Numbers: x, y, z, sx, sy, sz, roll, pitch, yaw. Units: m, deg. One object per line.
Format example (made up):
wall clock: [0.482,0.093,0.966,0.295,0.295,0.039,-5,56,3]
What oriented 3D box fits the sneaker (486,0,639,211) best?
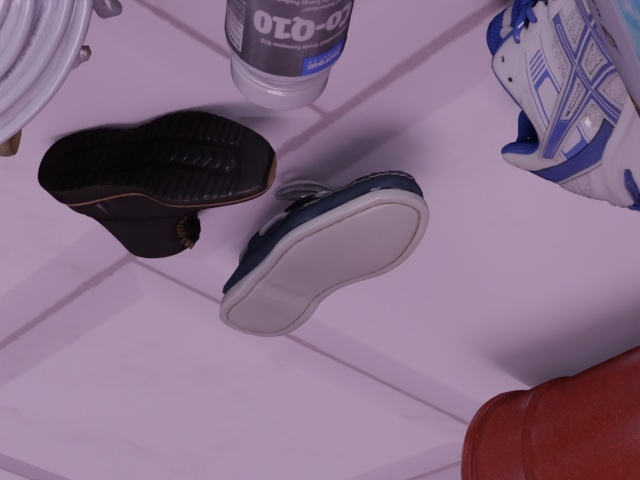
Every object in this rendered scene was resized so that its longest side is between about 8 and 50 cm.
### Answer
sneaker: [0.156,-0.128,0.700,0.131,0.112,0.296,14,142,21]

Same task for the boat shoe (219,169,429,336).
boat shoe: [0.000,0.000,0.948,0.095,0.079,0.254,18,148,-20]

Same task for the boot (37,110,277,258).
boot: [-0.102,-0.033,0.936,0.197,0.077,0.137,5,154,29]

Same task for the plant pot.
plant pot: [0.311,0.200,1.047,0.272,0.272,0.265,26,135,-26]

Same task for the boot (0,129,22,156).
boot: [-0.288,-0.147,0.766,0.203,0.095,0.262,10,147,-5]

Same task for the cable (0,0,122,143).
cable: [-0.252,-0.154,0.653,0.257,0.089,0.257,-27,128,-9]

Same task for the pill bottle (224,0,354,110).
pill bottle: [-0.018,-0.146,0.730,0.078,0.078,0.137,9,147,-2]

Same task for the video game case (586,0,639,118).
video game case: [0.270,-0.137,0.570,0.269,0.061,0.244,-31,137,10]
